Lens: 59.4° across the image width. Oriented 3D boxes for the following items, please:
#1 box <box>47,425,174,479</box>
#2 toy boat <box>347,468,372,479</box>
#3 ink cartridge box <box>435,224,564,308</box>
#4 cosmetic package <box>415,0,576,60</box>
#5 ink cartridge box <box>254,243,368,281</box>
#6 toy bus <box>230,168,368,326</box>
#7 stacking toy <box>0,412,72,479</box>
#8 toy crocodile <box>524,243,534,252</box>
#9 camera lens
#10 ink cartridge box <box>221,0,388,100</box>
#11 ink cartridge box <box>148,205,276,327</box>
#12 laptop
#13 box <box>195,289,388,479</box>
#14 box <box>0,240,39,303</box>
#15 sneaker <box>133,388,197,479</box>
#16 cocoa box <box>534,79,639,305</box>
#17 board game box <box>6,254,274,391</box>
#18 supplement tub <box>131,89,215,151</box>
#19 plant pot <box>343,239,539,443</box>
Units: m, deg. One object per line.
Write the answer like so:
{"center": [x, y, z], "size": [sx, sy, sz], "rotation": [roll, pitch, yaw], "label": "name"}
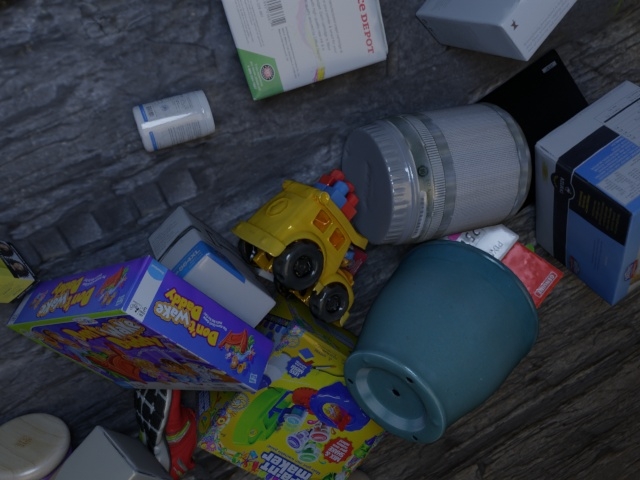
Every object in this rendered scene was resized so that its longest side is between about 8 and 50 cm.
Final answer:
{"center": [-0.408, 0.477, 0.922], "size": [0.311, 0.121, 0.148], "rotation": [-48, 150, -15], "label": "box"}
{"center": [0.023, 0.652, 1.349], "size": [0.231, 0.151, 0.151], "rotation": [-4, 146, -22], "label": "toy boat"}
{"center": [0.308, 0.099, 1.126], "size": [0.275, 0.239, 0.060], "rotation": [-53, 166, 4], "label": "ink cartridge box"}
{"center": [0.261, -0.359, 0.863], "size": [0.085, 0.231, 0.117], "rotation": [34, 99, -34], "label": "cosmetic package"}
{"center": [-0.022, 0.030, 1.029], "size": [0.175, 0.072, 0.127], "rotation": [29, 100, -31], "label": "ink cartridge box"}
{"center": [0.000, 0.000, 0.910], "size": [0.211, 0.149, 0.220], "rotation": [-50, 126, -14], "label": "toy bus"}
{"center": [-0.500, 0.474, 1.015], "size": [0.141, 0.141, 0.330], "rotation": [-10, 123, -20], "label": "stacking toy"}
{"center": [0.322, 0.119, 1.220], "size": [0.340, 0.105, 0.115], "rotation": [-39, 163, 0], "label": "toy crocodile"}
{"center": [0.200, -0.115, 0.968], "size": [0.274, 0.219, 0.219], "rotation": [-12, 119, -19], "label": "camera lens"}
{"center": [-0.024, -0.317, 0.821], "size": [0.212, 0.093, 0.154], "rotation": [-18, 120, -2], "label": "ink cartridge box"}
{"center": [-0.177, 0.046, 0.891], "size": [0.086, 0.203, 0.148], "rotation": [-48, 124, 2], "label": "ink cartridge box"}
{"center": [0.421, -0.200, 1.150], "size": [0.234, 0.136, 0.264], "rotation": [-35, 150, -4], "label": "laptop"}
{"center": [-0.038, 0.295, 1.068], "size": [0.290, 0.177, 0.279], "rotation": [36, 98, -22], "label": "box"}
{"center": [-0.479, 0.032, 0.736], "size": [0.058, 0.087, 0.232], "rotation": [-41, 169, -1], "label": "box"}
{"center": [-0.283, 0.345, 1.077], "size": [0.118, 0.107, 0.279], "rotation": [-15, 125, -38], "label": "sneaker"}
{"center": [0.587, -0.080, 1.102], "size": [0.231, 0.228, 0.347], "rotation": [-35, 142, -4], "label": "cocoa box"}
{"center": [-0.274, 0.138, 0.830], "size": [0.233, 0.347, 0.078], "rotation": [43, 52, -34], "label": "board game box"}
{"center": [-0.219, -0.178, 0.837], "size": [0.107, 0.071, 0.071], "rotation": [-18, 121, -15], "label": "supplement tub"}
{"center": [0.179, 0.179, 0.930], "size": [0.255, 0.272, 0.271], "rotation": [-40, 130, -37], "label": "plant pot"}
